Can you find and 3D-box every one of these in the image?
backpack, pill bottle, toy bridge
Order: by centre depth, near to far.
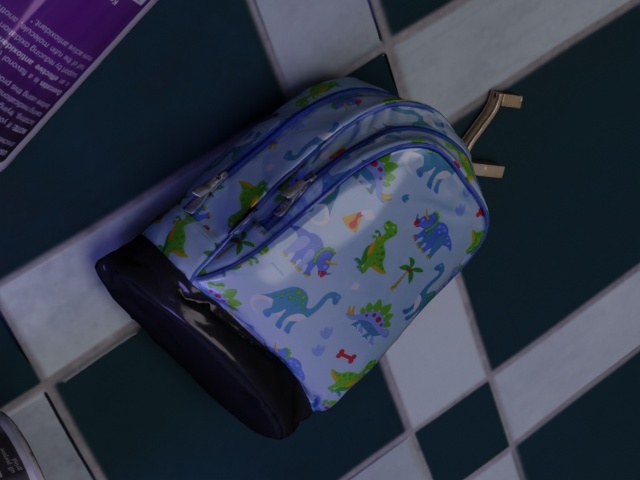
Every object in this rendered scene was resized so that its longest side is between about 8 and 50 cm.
[{"bbox_3d":[-0.258,-0.175,1.098,0.323,0.181,0.181,-46,130,7],"label":"pill bottle"},{"bbox_3d":[0.000,0.000,1.480,0.355,0.273,0.290,-51,124,-21],"label":"backpack"},{"bbox_3d":[0.186,-0.086,1.689,0.063,0.026,0.188,4,108,-33],"label":"toy bridge"}]

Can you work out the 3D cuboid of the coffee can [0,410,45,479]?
[{"bbox_3d":[-0.403,0.299,1.340,0.275,0.201,0.201,-18,119,-28],"label":"coffee can"}]
